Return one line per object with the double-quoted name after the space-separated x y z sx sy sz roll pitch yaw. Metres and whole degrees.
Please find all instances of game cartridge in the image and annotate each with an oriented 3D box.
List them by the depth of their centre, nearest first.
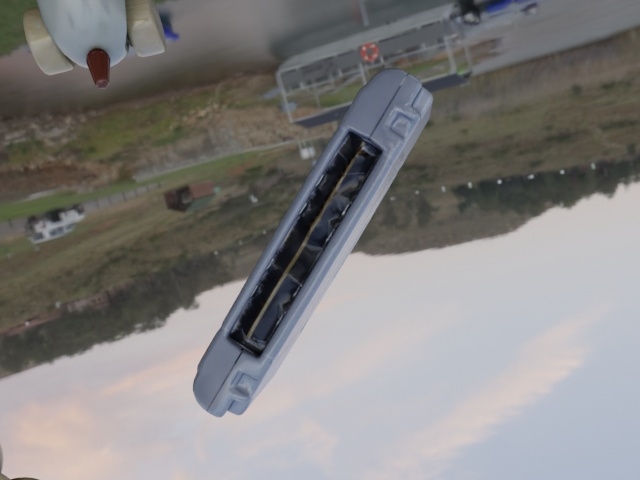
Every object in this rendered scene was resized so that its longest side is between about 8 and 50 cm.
0.000 0.000 0.657 0.060 0.294 0.196 32 -174 8 "game cartridge"

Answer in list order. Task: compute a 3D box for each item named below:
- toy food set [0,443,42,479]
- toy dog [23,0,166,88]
-0.220 0.163 0.492 0.132 0.192 0.039 -62 -177 40 "toy food set"
-0.284 -0.300 0.841 0.220 0.334 0.161 -31 -134 10 "toy dog"
